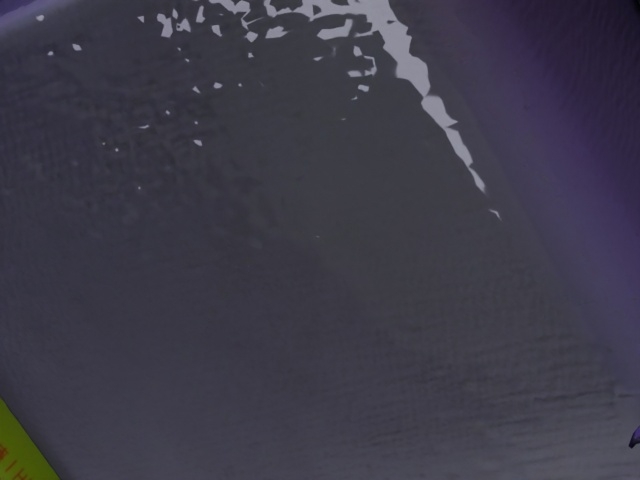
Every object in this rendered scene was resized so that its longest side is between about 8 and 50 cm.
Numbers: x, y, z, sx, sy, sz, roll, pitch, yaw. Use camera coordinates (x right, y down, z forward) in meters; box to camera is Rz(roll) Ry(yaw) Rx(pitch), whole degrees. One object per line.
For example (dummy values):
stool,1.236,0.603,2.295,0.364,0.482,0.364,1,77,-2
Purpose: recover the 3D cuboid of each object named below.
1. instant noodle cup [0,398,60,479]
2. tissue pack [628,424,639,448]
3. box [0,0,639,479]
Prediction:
instant noodle cup,-0.204,0.050,1.096,0.308,0.294,0.294,45,149,9
tissue pack,0.284,0.042,0.490,0.242,0.125,0.344,7,177,43
box,0.000,0.000,0.780,0.352,0.177,0.343,-18,117,35
